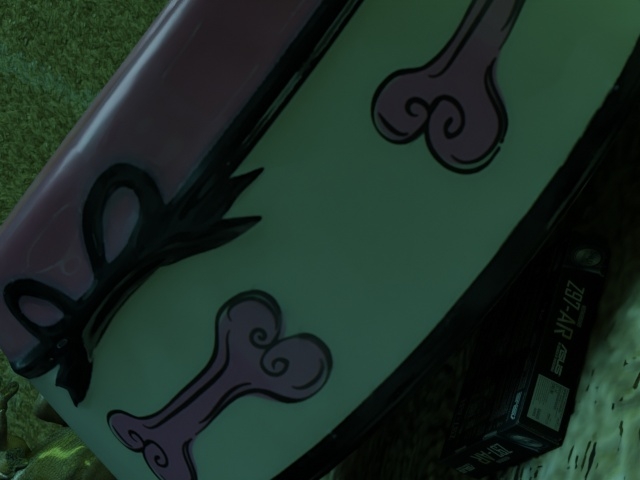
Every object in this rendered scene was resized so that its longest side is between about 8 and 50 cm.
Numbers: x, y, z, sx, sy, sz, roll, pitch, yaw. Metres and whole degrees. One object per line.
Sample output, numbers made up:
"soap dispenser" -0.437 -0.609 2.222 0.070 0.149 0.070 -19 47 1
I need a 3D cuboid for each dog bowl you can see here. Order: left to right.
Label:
"dog bowl" -0.016 -0.069 0.578 0.408 0.150 0.408 -50 13 16

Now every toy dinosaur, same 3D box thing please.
"toy dinosaur" -0.189 0.199 0.926 0.295 0.127 0.200 -25 -51 -35

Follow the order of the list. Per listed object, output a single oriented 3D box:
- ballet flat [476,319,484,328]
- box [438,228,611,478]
"ballet flat" 0.050 0.004 0.609 0.084 0.058 0.250 -66 9 -13
"box" 0.077 0.045 0.449 0.083 0.018 0.067 -68 9 -29
